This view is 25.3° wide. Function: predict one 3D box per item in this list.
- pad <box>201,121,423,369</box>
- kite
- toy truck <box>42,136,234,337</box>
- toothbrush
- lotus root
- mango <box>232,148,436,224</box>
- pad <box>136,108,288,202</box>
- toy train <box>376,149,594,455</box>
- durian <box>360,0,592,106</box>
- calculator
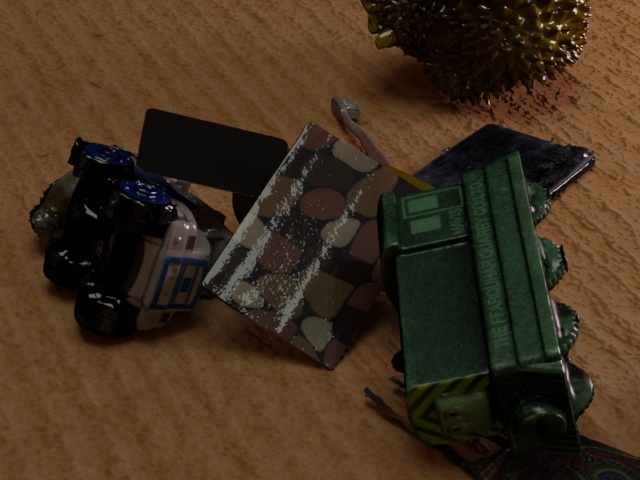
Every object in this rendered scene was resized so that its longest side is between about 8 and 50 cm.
[{"bbox_3d":[0.000,0.000,1.453,0.158,0.003,0.235,32,62,1],"label":"pad"},{"bbox_3d":[0.165,0.183,1.295,0.152,0.015,0.285,-24,41,-37],"label":"kite"},{"bbox_3d":[-0.181,-0.002,1.498,0.177,0.161,0.213,6,24,-36],"label":"toy truck"},{"bbox_3d":[0.062,-0.118,1.749,0.030,0.025,0.307,-1,26,-14],"label":"toothbrush"},{"bbox_3d":[-0.257,-0.051,1.612,0.165,0.088,0.088,-24,38,-21],"label":"lotus root"},{"bbox_3d":[0.028,-0.038,1.555,0.251,0.114,0.156,3,19,6],"label":"mango"},{"bbox_3d":[-0.111,-0.090,1.494,0.157,0.003,0.112,13,39,-9],"label":"pad"},{"bbox_3d":[0.149,0.064,1.332,0.178,0.138,0.330,-11,41,9],"label":"toy train"},{"bbox_3d":[0.211,-0.310,1.890,0.293,0.258,0.258,0,30,21],"label":"durian"},{"bbox_3d":[0.200,-0.071,1.694,0.161,0.021,0.262,22,38,33],"label":"calculator"}]
